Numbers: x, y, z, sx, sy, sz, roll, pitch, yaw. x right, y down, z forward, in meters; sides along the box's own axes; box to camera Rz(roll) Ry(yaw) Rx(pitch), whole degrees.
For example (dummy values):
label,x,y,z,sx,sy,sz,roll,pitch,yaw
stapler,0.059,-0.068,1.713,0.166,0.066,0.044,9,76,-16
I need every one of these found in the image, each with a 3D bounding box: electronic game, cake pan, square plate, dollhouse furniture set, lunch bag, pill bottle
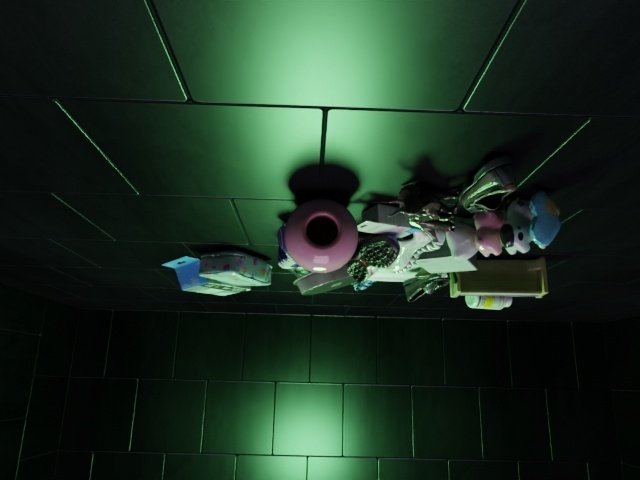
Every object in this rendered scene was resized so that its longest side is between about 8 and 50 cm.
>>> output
label,x,y,z,sx,sy,sz,roll,pitch,yaw
electronic game,0.181,0.017,1.759,0.229,0.048,0.229,-5,159,-2
cake pan,0.047,0.141,1.855,0.293,0.054,0.293,-16,167,-4
square plate,0.318,0.117,2.101,0.347,0.049,0.344,3,165,-4
dollhouse furniture set,0.447,0.140,1.926,0.152,0.058,0.076,-8,-163,32
lunch bag,-0.352,0.116,2.049,0.224,0.108,0.279,-3,163,33
pill bottle,0.856,0.290,2.539,0.215,0.117,0.117,6,164,-14

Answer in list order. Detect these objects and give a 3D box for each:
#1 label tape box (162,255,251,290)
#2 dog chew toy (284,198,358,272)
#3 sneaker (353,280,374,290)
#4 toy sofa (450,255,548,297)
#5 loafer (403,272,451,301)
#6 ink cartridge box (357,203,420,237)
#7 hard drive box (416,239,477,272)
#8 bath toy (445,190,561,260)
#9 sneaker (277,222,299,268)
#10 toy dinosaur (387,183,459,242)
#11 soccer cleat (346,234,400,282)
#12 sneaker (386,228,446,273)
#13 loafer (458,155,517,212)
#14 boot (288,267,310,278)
label,x,y,z,sx,sy,sz,roll,pitch,yaw
label tape box,-0.515,0.168,2.253,0.334,0.106,0.241,15,159,-40
dog chew toy,0.000,0.000,1.463,0.207,0.206,0.332,2,170,-1
sneaker,0.217,0.206,2.406,0.053,0.059,0.144,17,157,-38
toy sofa,0.710,0.156,2.021,0.363,0.150,0.177,0,163,5
loafer,0.451,0.191,2.087,0.109,0.095,0.302,7,163,-22
ink cartridge box,0.190,-0.059,1.468,0.181,0.061,0.104,8,164,-24
hard drive box,0.442,0.047,1.771,0.181,0.089,0.232,-6,162,26
bath toy,0.487,-0.038,1.408,0.129,0.151,0.348,49,150,-14
sneaker,-0.090,0.041,1.728,0.182,0.127,0.315,-8,163,23
toy dinosaur,0.286,-0.080,1.350,0.160,0.121,0.313,10,171,16
soccer cleat,0.184,0.039,1.616,0.108,0.116,0.318,45,154,5
sneaker,0.280,0.014,1.631,0.118,0.110,0.292,18,144,-18
loafer,0.401,-0.108,1.203,0.096,0.084,0.267,-17,163,-2
boot,0.002,0.113,2.030,0.207,0.094,0.246,-3,158,28
